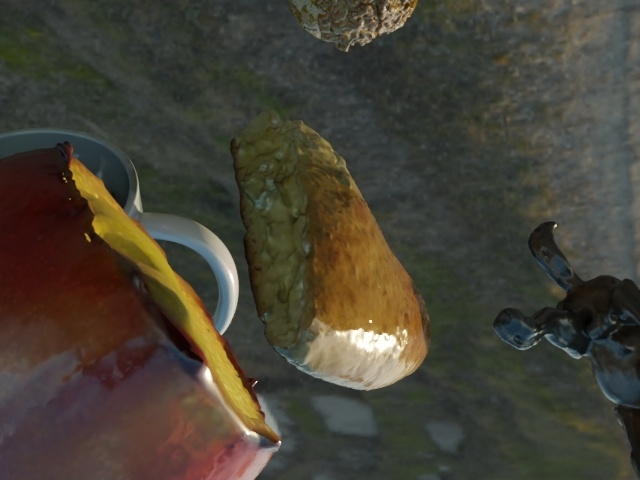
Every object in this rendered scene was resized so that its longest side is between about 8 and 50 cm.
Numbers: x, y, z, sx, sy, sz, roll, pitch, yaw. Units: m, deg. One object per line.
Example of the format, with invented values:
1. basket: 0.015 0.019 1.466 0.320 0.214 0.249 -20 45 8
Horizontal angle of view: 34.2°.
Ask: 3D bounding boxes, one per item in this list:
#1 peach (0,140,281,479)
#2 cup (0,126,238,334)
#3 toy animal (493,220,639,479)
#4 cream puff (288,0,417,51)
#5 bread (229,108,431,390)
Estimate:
1. peach: -0.153 0.069 0.682 0.281 0.281 0.338 13 163 -43
2. cup: -0.267 0.057 1.188 0.356 0.259 0.275 4 132 6
3. toy animal: 0.203 0.090 0.681 0.084 0.233 0.148 -42 169 9
4. cream puff: 0.039 -0.245 0.943 0.103 0.144 0.126 14 144 37
5. bread: 0.003 0.017 0.477 0.054 0.154 0.136 -32 -169 20
